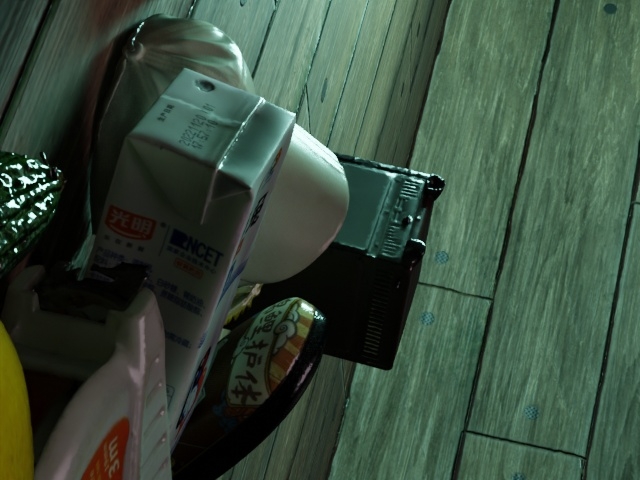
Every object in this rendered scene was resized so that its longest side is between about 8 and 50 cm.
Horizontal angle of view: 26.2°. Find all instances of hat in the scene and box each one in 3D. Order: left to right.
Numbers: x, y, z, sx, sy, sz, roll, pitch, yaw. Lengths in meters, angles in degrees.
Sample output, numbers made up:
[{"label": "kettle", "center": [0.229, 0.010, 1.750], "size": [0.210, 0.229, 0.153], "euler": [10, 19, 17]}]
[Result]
[{"label": "hat", "center": [-0.071, -0.078, 1.164], "size": [0.164, 0.225, 0.220], "euler": [119, -12, -58]}]

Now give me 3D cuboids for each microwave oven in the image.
[{"label": "microwave oven", "center": [-0.001, 0.002, 1.560], "size": [0.178, 0.247, 0.188], "euler": [97, 10, -45]}]

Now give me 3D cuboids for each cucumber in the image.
[{"label": "cucumber", "center": [-0.213, 0.004, 0.758], "size": [0.265, 0.077, 0.077], "euler": [-65, 165, -63]}]

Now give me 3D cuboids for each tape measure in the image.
[{"label": "tape measure", "center": [-0.193, 0.182, 0.946], "size": [0.265, 0.130, 0.258], "euler": [-59, 157, -50]}]

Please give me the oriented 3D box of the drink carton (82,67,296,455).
[{"label": "drink carton", "center": [-0.123, 0.036, 1.058], "size": [0.131, 0.106, 0.315], "euler": [-67, 179, -57]}]

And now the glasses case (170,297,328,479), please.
[{"label": "glasses case", "center": [-0.097, 0.158, 1.269], "size": [0.321, 0.082, 0.122], "euler": [-42, -165, 44]}]

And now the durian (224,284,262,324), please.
[{"label": "durian", "center": [-0.112, 0.023, 1.290], "size": [0.146, 0.102, 0.208], "euler": [11, 93, -49]}]

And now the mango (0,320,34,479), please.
[{"label": "mango", "center": [-0.207, 0.114, 0.505], "size": [0.350, 0.201, 0.199], "euler": [-65, 172, -56]}]
